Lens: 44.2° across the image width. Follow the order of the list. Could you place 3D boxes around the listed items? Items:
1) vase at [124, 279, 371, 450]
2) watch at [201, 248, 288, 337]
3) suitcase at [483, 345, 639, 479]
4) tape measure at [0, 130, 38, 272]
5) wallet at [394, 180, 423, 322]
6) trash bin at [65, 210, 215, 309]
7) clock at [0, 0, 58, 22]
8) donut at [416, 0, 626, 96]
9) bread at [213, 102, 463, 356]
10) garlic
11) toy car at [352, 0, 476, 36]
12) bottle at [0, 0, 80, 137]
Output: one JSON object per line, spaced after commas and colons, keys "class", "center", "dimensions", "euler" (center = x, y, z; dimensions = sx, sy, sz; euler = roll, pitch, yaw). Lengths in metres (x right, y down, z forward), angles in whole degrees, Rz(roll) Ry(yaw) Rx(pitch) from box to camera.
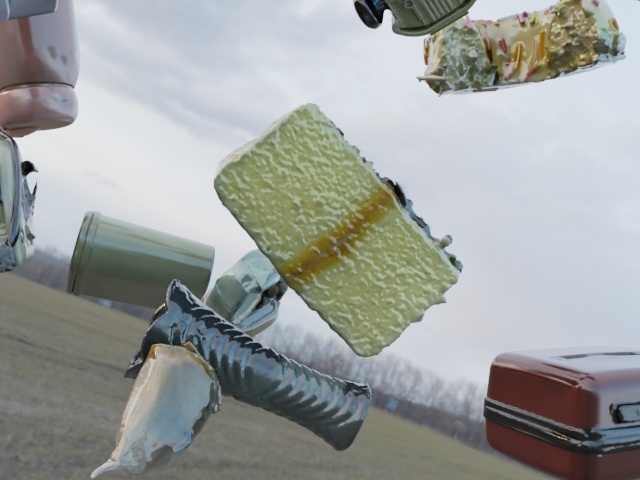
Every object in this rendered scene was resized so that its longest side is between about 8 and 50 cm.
{"class": "vase", "center": [-0.069, 0.138, 0.811], "dimensions": [0.238, 0.115, 0.115], "euler": [27, -9, -10]}
{"class": "watch", "center": [-0.168, 0.112, 1.899], "dimensions": [0.162, 0.241, 0.253], "euler": [43, 36, 12]}
{"class": "suitcase", "center": [0.412, 0.248, 1.161], "dimensions": [0.297, 0.161, 0.236], "euler": [2, 2, -29]}
{"class": "tape measure", "center": [-0.534, -0.068, 1.295], "dimensions": [0.133, 0.231, 0.271], "euler": [-7, 6, -12]}
{"class": "wallet", "center": [0.121, 0.014, 1.080], "dimensions": [0.032, 0.182, 0.124], "euler": [-3, -50, -4]}
{"class": "trash bin", "center": [-0.343, 0.050, 1.496], "dimensions": [0.248, 0.121, 0.243], "euler": [14, -25, -14]}
{"class": "clock", "center": [-0.422, -0.459, 1.024], "dimensions": [0.102, 0.338, 0.338], "euler": [-15, 5, -21]}
{"class": "donut", "center": [0.385, -0.373, 1.510], "dimensions": [0.371, 0.150, 0.307], "euler": [-8, 5, 20]}
{"class": "bread", "center": [0.000, 0.000, 0.839], "dimensions": [0.266, 0.142, 0.178], "euler": [49, -36, -14]}
{"class": "garlic", "center": [-0.147, 0.161, 0.713], "dimensions": [0.084, 0.152, 0.066], "euler": [39, -33, -26]}
{"class": "toy car", "center": [0.118, -0.436, 1.125], "dimensions": [0.204, 0.198, 0.248], "euler": [-27, -59, 23]}
{"class": "bottle", "center": [-0.532, -0.340, 1.414], "dimensions": [0.207, 0.296, 0.173], "euler": [-8, 2, 26]}
